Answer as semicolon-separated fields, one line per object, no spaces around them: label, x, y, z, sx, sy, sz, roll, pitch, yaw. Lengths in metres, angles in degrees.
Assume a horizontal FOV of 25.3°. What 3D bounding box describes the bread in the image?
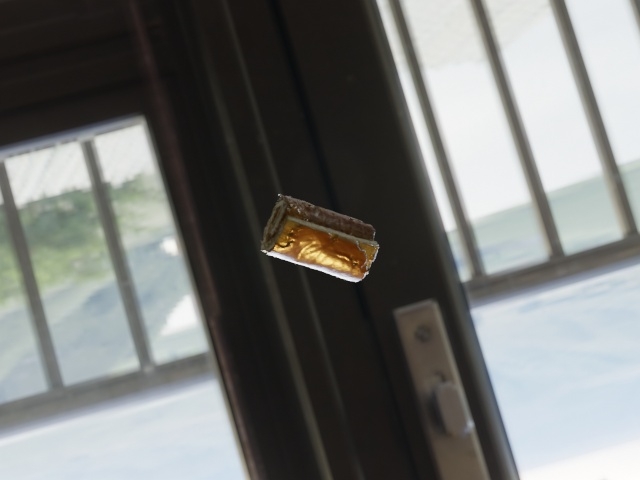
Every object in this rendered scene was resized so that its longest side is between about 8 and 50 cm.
bread;0.000;0.000;1.044;0.083;0.047;0.036;18;-163;-26
